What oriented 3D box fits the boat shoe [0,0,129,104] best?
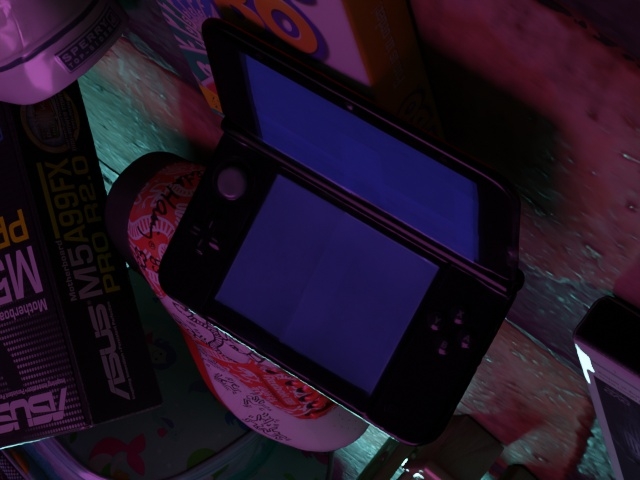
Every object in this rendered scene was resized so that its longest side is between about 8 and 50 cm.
[{"bbox_3d":[-0.189,-0.125,0.927,0.084,0.095,0.258,50,153,-23],"label":"boat shoe"}]

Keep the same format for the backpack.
[{"bbox_3d":[-0.115,0.147,1.224,0.253,0.225,0.191,53,153,21],"label":"backpack"}]

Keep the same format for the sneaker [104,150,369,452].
[{"bbox_3d":[-0.014,0.065,1.036,0.145,0.090,0.270,28,160,49],"label":"sneaker"}]

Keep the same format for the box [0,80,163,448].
[{"bbox_3d":[-0.229,0.027,1.109,0.270,0.060,0.216,-16,87,45],"label":"box"}]

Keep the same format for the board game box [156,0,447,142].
[{"bbox_3d":[-0.020,-0.098,0.659,0.124,0.039,0.259,32,162,25],"label":"board game box"}]

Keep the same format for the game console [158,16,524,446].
[{"bbox_3d":[0.000,0.000,0.682,0.144,0.124,0.085,31,-169,19],"label":"game console"}]

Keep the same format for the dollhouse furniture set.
[{"bbox_3d":[0.111,0.213,1.151,0.182,0.101,0.161,41,167,-4],"label":"dollhouse furniture set"}]

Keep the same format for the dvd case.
[{"bbox_3d":[0.206,0.128,0.783,0.179,0.029,0.238,33,164,29],"label":"dvd case"}]
